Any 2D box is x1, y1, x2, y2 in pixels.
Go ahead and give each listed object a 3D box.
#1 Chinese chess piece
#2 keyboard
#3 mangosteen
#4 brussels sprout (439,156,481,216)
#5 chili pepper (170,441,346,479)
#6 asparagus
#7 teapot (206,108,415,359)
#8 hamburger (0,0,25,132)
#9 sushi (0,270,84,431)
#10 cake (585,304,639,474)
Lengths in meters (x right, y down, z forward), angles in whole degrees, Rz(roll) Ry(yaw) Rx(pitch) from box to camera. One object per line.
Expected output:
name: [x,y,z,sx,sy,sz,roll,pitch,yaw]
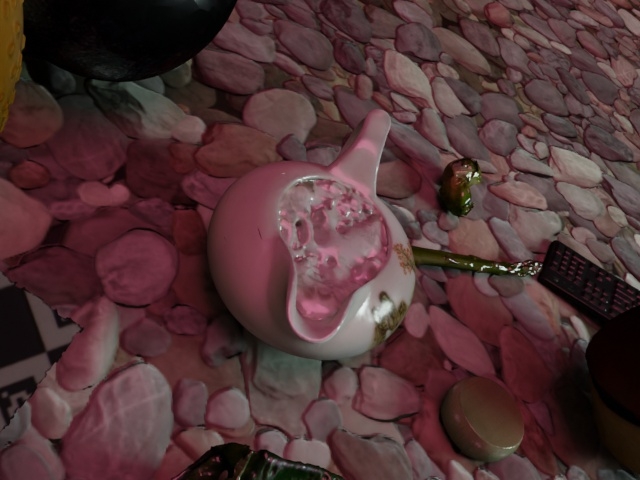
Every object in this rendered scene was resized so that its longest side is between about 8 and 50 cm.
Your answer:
Chinese chess piece: [0.158,0.174,0.694,0.084,0.034,0.084,18,45,-20]
keyboard: [0.448,0.129,0.901,0.381,0.041,0.103,37,45,1]
mangosteen: [-0.221,-0.297,0.700,0.300,0.300,0.300,17,48,-19]
brussels sprout: [0.176,-0.071,0.897,0.051,0.046,0.083,27,46,-1]
chili pepper: [-0.013,0.227,0.529,0.216,0.062,0.108,22,52,-15]
asparagus: [0.168,0.024,0.832,0.249,0.025,0.024,7,9,-26]
teapot: [0.000,0.000,0.668,0.204,0.139,0.298,22,47,-11]
hamburger: [-0.323,-0.137,0.490,0.212,0.274,0.274,18,47,-9]
sushi: [-0.304,0.072,0.412,0.231,0.047,0.219,40,77,-20]
cake: [0.381,0.181,0.746,0.208,0.178,0.185,-30,32,-27]
